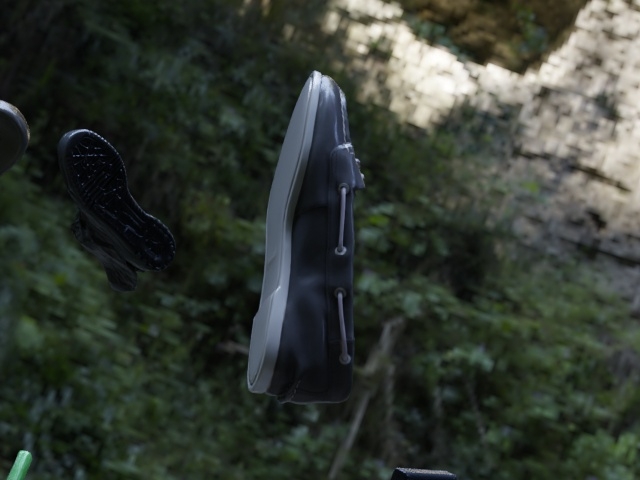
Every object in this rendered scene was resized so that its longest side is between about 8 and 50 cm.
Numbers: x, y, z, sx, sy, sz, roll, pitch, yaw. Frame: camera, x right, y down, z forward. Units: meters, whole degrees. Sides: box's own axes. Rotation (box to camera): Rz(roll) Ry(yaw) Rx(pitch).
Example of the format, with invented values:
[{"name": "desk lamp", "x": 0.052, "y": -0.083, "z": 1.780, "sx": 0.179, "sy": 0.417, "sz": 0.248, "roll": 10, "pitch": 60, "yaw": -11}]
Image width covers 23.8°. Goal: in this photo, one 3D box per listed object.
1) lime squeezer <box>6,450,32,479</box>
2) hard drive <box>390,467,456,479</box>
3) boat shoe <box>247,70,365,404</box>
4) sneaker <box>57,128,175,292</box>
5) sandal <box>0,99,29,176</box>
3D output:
[{"name": "lime squeezer", "x": -0.336, "y": 0.287, "z": 1.229, "sx": 0.110, "sy": 0.310, "sz": 0.058, "roll": 21, "pitch": -45, "yaw": 48}, {"name": "hard drive", "x": 0.121, "y": 0.340, "z": 1.942, "sx": 0.022, "sy": 0.094, "sz": 0.135, "roll": 20, "pitch": 2, "yaw": 34}, {"name": "boat shoe", "x": 0.000, "y": 0.000, "z": 1.478, "sx": 0.096, "sy": 0.335, "sz": 0.112, "roll": 14, "pitch": -21, "yaw": -13}, {"name": "sneaker", "x": -0.177, "y": -0.022, "z": 1.227, "sx": 0.089, "sy": 0.051, "sz": 0.170, "roll": 8, "pitch": -38, "yaw": 47}, {"name": "sandal", "x": -0.345, "y": -0.037, "z": 1.333, "sx": 0.090, "sy": 0.219, "sz": 0.060, "roll": 54, "pitch": -2, "yaw": -25}]
